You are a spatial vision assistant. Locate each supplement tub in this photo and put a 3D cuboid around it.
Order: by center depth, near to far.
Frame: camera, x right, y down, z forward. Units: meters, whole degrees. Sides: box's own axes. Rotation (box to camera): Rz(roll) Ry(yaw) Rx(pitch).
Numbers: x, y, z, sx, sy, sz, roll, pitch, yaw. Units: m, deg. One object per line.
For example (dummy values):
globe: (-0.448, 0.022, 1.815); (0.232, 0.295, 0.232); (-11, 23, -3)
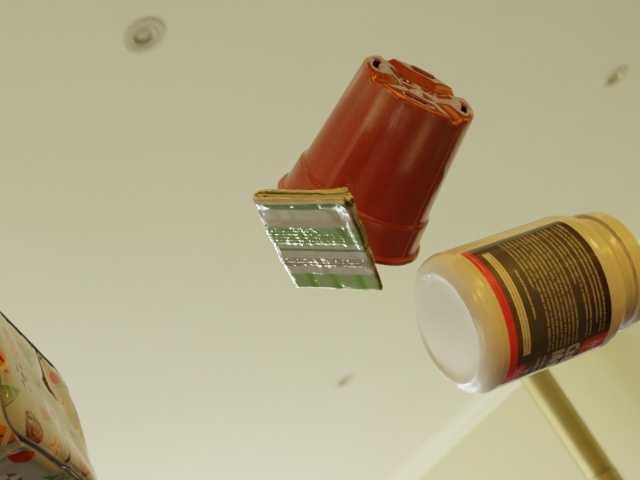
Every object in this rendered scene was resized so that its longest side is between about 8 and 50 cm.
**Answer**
supplement tub: (0.278, 0.076, 1.306); (0.272, 0.191, 0.191); (-17, -30, -22)

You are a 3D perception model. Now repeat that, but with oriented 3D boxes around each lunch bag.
lunch bag: (-0.375, 0.199, 1.168); (0.114, 0.243, 0.303); (-26, -35, -7)

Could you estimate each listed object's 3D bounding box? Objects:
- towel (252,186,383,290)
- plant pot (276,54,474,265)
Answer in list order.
towel: (0.000, 0.000, 1.060); (0.113, 0.023, 0.152); (3, -39, 23)
plant pot: (0.104, -0.145, 1.631); (0.272, 0.272, 0.265); (0, -53, -45)
